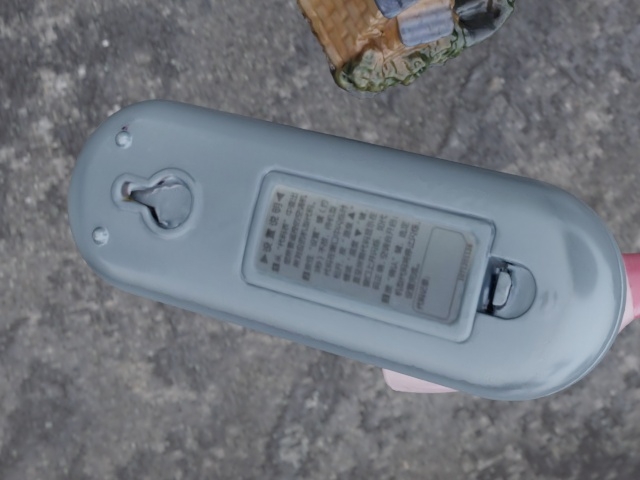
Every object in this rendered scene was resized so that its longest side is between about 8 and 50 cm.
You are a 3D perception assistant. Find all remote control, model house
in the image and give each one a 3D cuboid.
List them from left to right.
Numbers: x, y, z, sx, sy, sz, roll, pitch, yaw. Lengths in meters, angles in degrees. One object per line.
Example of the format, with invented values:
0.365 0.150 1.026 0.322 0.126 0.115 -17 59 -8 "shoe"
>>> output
0.000 0.000 0.511 0.047 0.244 0.087 3 100 -65 "remote control"
0.084 -0.230 0.926 0.183 0.166 0.172 -23 169 -31 "model house"

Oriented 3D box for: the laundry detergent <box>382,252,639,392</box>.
0.223 0.062 1.305 0.335 0.159 0.088 -11 171 8 "laundry detergent"
